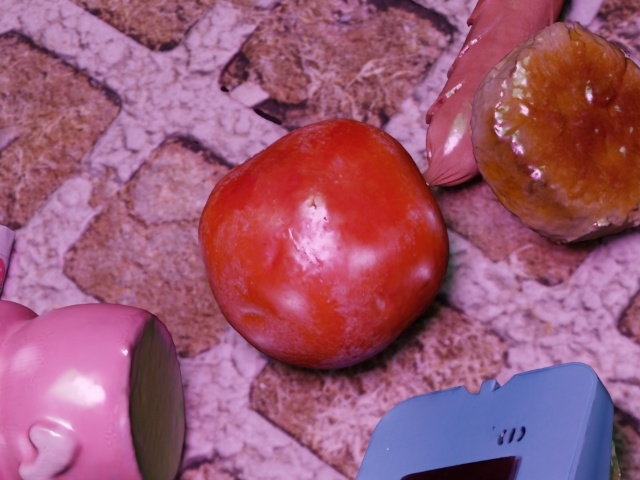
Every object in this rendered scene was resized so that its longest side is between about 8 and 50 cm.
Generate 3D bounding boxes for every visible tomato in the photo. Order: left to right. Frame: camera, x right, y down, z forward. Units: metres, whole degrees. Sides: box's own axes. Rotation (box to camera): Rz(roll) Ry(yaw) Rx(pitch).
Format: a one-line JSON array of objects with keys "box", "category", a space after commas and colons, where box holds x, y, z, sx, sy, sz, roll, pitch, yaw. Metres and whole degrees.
[{"box": [0.002, 0.003, 1.496, 0.232, 0.188, 0.232, -6, 65, 13], "category": "tomato"}]

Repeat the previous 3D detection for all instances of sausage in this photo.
[{"box": [0.194, -0.228, 1.620, 0.088, 0.088, 0.433, 17, 70, 21], "category": "sausage"}]

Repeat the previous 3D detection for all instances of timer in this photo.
[{"box": [0.130, 0.227, 1.369, 0.232, 0.091, 0.250, -16, 38, 37], "category": "timer"}]

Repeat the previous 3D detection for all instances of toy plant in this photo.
[{"box": [-0.309, 0.135, 1.476, 0.356, 0.317, 0.210, -2, 24, 20], "category": "toy plant"}]

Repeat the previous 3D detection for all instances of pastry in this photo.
[{"box": [0.228, -0.094, 1.510, 0.192, 0.093, 0.182, 43, 69, -4], "category": "pastry"}]

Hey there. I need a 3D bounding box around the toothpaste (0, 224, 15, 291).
[{"box": [-0.350, 0.077, 1.635, 0.067, 0.043, 0.194, 10, 73, 14], "category": "toothpaste"}]

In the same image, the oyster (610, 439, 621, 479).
[{"box": [0.191, 0.227, 1.410, 0.163, 0.081, 0.191, 0, 59, 44], "category": "oyster"}]
